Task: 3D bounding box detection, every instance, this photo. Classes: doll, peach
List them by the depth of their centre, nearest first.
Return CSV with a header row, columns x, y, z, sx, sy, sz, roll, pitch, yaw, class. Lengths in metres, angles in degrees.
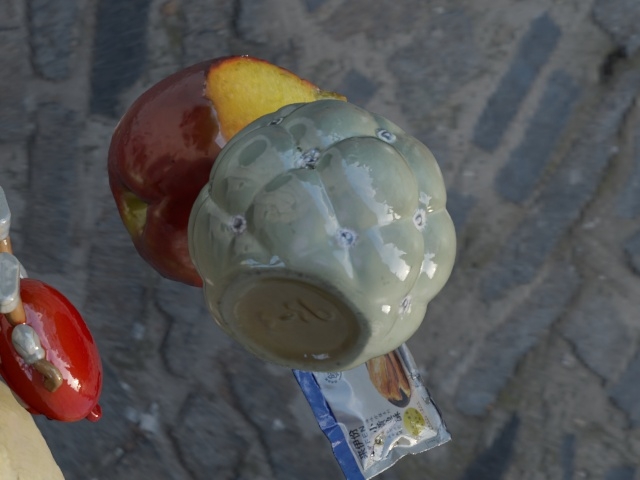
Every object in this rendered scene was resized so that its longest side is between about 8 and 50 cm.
x,y,z,sx,sy,sz,roll,pitch,yaw,class
-0.249,0.075,1.422,0.085,0.183,0.217,-22,131,-2,doll
-0.069,-0.084,1.888,0.338,0.281,0.281,-19,99,-21,peach

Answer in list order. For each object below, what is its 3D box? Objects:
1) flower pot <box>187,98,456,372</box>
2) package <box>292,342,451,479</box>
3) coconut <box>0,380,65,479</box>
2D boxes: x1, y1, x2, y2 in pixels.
x,y,z,sx,sy,sz,roll,pitch,yaw,class
0.000,0.000,1.485,0.246,0.246,0.195,33,49,-18,flower pot
0.063,0.194,1.990,0.173,0.027,0.171,-20,80,-38,package
-0.457,0.239,1.487,0.404,0.404,0.405,-1,93,-20,coconut
